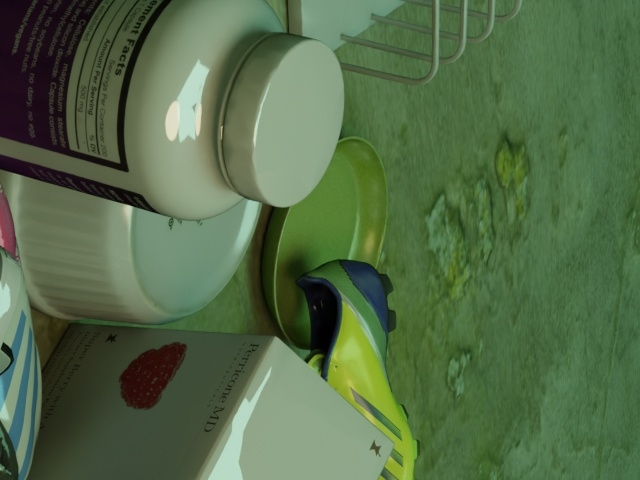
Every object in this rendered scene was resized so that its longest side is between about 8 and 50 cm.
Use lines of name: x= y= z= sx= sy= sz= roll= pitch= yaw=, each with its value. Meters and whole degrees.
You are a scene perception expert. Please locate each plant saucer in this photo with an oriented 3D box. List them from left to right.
plant saucer: x=0.000 y=0.000 z=2.047 sx=0.241 sy=0.037 sz=0.241 roll=-36 pitch=134 yaw=-50

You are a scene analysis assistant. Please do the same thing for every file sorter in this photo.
file sorter: x=0.109 y=-0.302 z=1.952 sx=0.277 sy=0.173 sz=0.193 roll=-40 pitch=137 yaw=-48

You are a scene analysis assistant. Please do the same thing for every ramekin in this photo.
ramekin: x=-0.156 y=-0.048 z=1.643 sx=0.273 sy=0.127 sz=0.273 roll=-35 pitch=133 yaw=-49

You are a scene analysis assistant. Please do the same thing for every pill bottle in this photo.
pill bottle: x=-0.150 y=-0.121 z=1.410 sx=0.181 sy=0.323 sz=0.182 roll=-37 pitch=134 yaw=-49

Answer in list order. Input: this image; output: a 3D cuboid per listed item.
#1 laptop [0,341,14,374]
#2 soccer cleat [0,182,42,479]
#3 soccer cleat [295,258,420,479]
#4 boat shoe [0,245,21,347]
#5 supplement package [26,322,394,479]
laptop: x=-0.391 y=0.194 z=1.201 sx=0.408 sy=0.236 sz=0.382 roll=-40 pitch=146 yaw=-4
soccer cleat: x=-0.288 y=0.059 z=1.497 sx=0.143 sy=0.116 sz=0.331 roll=-77 pitch=169 yaw=-64
soccer cleat: x=0.030 y=0.164 z=1.984 sx=0.121 sy=0.093 sz=0.289 roll=-3 pitch=82 yaw=-38
boat shoe: x=-0.275 y=0.105 z=1.278 sx=0.076 sy=0.080 sz=0.229 roll=23 pitch=86 yaw=-44
supplement package: x=-0.118 y=0.192 z=1.614 sx=0.175 sy=0.293 sz=0.177 roll=45 pitch=62 yaw=-33
